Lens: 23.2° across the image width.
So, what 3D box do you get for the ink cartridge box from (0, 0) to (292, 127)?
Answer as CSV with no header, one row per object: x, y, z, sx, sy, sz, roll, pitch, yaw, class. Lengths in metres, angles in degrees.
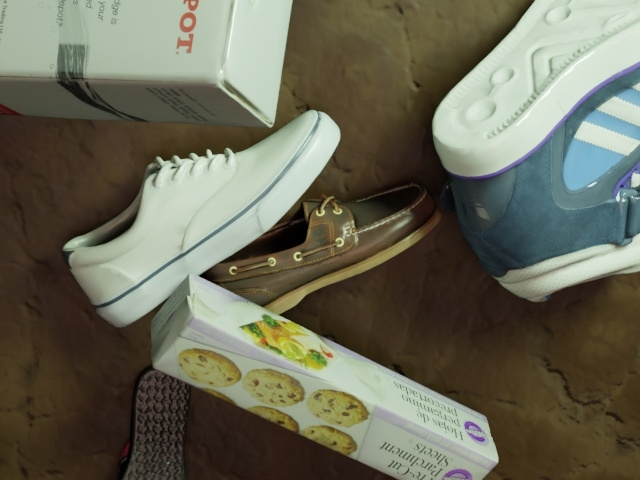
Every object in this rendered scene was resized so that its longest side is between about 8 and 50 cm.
-0.160,-0.195,1.141,0.272,0.114,0.197,4,79,21,ink cartridge box

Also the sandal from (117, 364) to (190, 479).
-0.149,0.197,1.381,0.067,0.040,0.179,10,89,-15,sandal

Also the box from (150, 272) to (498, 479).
0.007,0.130,1.325,0.324,0.063,0.067,28,118,-25,box

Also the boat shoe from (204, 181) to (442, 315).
0.000,0.000,1.321,0.207,0.073,0.073,-28,109,1,boat shoe

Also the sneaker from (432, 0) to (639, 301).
0.247,-0.092,1.319,0.323,0.130,0.236,-40,130,-13,sneaker

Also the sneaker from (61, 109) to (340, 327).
-0.102,-0.033,1.289,0.258,0.094,0.091,-38,111,5,sneaker
